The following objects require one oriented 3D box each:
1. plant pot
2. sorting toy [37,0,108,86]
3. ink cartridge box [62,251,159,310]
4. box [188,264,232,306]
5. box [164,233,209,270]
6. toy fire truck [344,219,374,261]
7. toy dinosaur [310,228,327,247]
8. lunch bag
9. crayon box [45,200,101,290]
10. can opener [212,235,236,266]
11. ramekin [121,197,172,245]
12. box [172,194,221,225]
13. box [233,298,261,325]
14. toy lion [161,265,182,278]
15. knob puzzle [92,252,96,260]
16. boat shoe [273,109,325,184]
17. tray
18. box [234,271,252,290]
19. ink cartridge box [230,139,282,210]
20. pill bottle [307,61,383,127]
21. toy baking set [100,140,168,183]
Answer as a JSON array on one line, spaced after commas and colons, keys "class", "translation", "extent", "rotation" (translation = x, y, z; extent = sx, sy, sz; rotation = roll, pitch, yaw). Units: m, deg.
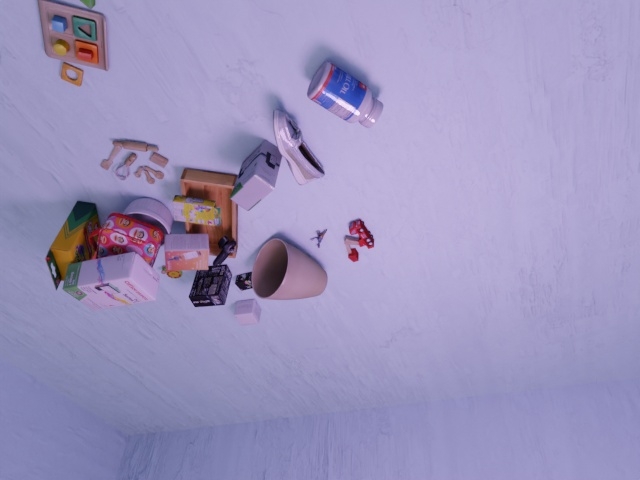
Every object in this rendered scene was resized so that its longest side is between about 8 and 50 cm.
[{"class": "plant pot", "translation": [-0.109, 0.150, 2.106], "extent": [0.274, 0.256, 0.256], "rotation": [19, 137, -37]}, {"class": "sorting toy", "translation": [-0.739, -0.603, 1.470], "extent": [0.196, 0.047, 0.348], "rotation": [13, 137, -9]}, {"class": "ink cartridge box", "translation": [-0.794, 0.161, 1.888], "extent": [0.278, 0.117, 0.201], "rotation": [-10, 146, 9]}, {"class": "box", "translation": [-0.493, 0.203, 2.216], "extent": [0.147, 0.180, 0.077], "rotation": [-6, 135, 10]}, {"class": "box", "translation": [-0.539, 0.048, 1.987], "extent": [0.170, 0.091, 0.130], "rotation": [-2, 139, -15]}, {"class": "toy fire truck", "translation": [0.149, 0.002, 2.043], "extent": [0.135, 0.047, 0.192], "rotation": [-18, 132, 24]}, {"class": "toy dinosaur", "translation": [0.000, 0.000, 2.061], "extent": [0.090, 0.047, 0.082], "rotation": [-18, 152, 8]}, {"class": "lunch bag", "translation": [-0.777, 0.030, 1.939], "extent": [0.258, 0.120, 0.293], "rotation": [21, 136, -16]}, {"class": "crayon box", "translation": [-0.976, 0.024, 1.964], "extent": [0.081, 0.319, 0.202], "rotation": [9, 137, -5]}, {"class": "can opener", "translation": [-0.399, 0.052, 2.042], "extent": [0.059, 0.073, 0.186], "rotation": [-16, 155, -38]}, {"class": "ramekin", "translation": [-0.698, -0.077, 1.986], "extent": [0.207, 0.109, 0.207], "rotation": [2, 138, 2]}, {"class": "box", "translation": [-0.466, -0.112, 1.872], "extent": [0.179, 0.043, 0.105], "rotation": [10, 137, -2]}, {"class": "box", "translation": [-0.360, 0.358, 2.438], "extent": [0.101, 0.087, 0.102], "rotation": [-9, 135, 14]}, {"class": "toy lion", "translation": [-0.680, 0.141, 2.278], "extent": [0.100, 0.034, 0.096], "rotation": [-31, 133, 32]}, {"class": "knob puzzle", "translation": [-1.008, 0.049, 2.205], "extent": [0.213, 0.030, 0.213], "rotation": [2, 137, 2]}, {"class": "boat shoe", "translation": [-0.078, -0.319, 1.676], "extent": [0.103, 0.118, 0.320], "rotation": [-14, 138, 11]}, {"class": "tray", "translation": [-0.435, -0.098, 1.968], "extent": [0.202, 0.076, 0.411], "rotation": [7, 138, -3]}, {"class": "box", "translation": [-0.344, 0.190, 2.283], "extent": [0.083, 0.052, 0.062], "rotation": [-14, 133, 20]}, {"class": "ink cartridge box", "translation": [-0.220, -0.228, 1.711], "extent": [0.087, 0.208, 0.153], "rotation": [35, 128, -25]}, {"class": "pill bottle", "translation": [0.080, -0.441, 1.518], "extent": [0.221, 0.124, 0.124], "rotation": [25, 133, -22]}, {"class": "toy baking set", "translation": [-0.692, -0.287, 1.817], "extent": [0.256, 0.030, 0.197], "rotation": [10, 137, -6]}]
